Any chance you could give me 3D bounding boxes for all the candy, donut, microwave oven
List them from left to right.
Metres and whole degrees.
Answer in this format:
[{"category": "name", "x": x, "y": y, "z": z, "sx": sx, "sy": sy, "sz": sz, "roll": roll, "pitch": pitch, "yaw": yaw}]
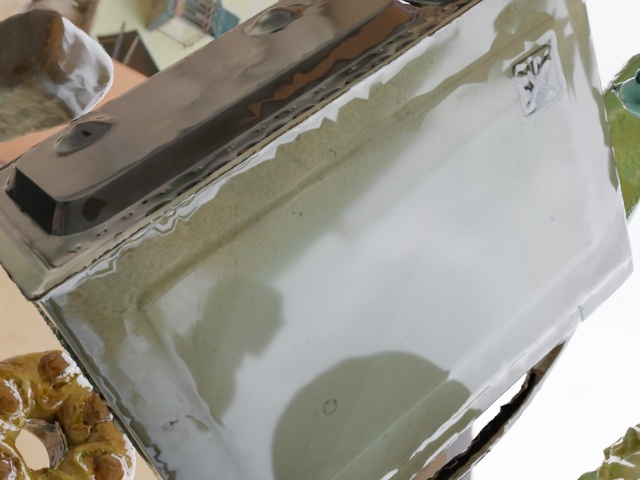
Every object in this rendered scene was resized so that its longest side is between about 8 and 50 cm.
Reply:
[{"category": "candy", "x": -0.355, "y": -0.177, "z": 0.867, "sx": 0.234, "sy": 0.104, "sz": 0.102, "roll": -9, "pitch": -118, "yaw": 26}, {"category": "donut", "x": -0.331, "y": 0.242, "z": 0.881, "sx": 0.114, "sy": 0.227, "sz": 0.226, "roll": -38, "pitch": -133, "yaw": 37}, {"category": "microwave oven", "x": 0.000, "y": 0.000, "z": 0.579, "sx": 0.394, "sy": 0.332, "sz": 0.247, "roll": -36, "pitch": -149, "yaw": -20}, {"category": "candy", "x": 0.340, "y": -0.077, "z": 0.932, "sx": 0.343, "sy": 0.132, "sz": 0.142, "roll": -49, "pitch": -178, "yaw": -15}]

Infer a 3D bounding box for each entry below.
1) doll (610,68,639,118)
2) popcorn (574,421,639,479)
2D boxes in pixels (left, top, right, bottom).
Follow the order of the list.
[{"category": "doll", "x": 0.310, "y": -0.089, "z": 0.616, "sx": 0.059, "sy": 0.158, "sz": 0.159, "roll": -40, "pitch": -148, "yaw": -14}, {"category": "popcorn", "x": 0.432, "y": 0.399, "z": 0.943, "sx": 0.292, "sy": 0.334, "sz": 0.293, "roll": 33, "pitch": -85, "yaw": 15}]
